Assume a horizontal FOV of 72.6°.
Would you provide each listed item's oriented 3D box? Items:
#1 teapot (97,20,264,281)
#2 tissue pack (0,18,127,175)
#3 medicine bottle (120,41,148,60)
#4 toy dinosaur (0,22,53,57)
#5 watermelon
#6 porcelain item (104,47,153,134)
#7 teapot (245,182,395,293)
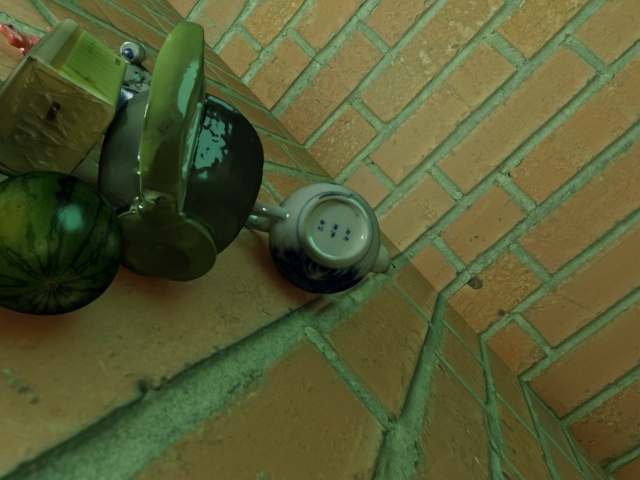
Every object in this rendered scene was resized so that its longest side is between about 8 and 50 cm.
[{"bbox_3d":[-0.182,-0.084,0.617,0.240,0.322,0.239,29,42,-32],"label":"teapot"},{"bbox_3d":[-0.386,-0.209,0.647,0.125,0.159,0.234,34,19,-35],"label":"tissue pack"},{"bbox_3d":[-0.555,-0.562,1.301,0.057,0.057,0.089,41,16,-17],"label":"medicine bottle"},{"bbox_3d":[-0.494,-0.329,0.882,0.286,0.070,0.138,27,34,-57],"label":"toy dinosaur"},{"bbox_3d":[-0.281,-0.010,0.452,0.141,0.140,0.187,30,18,-44],"label":"watermelon"},{"bbox_3d":[-0.345,-0.231,0.833,0.288,0.186,0.138,37,-13,15],"label":"porcelain item"},{"bbox_3d":[0.000,0.000,1.015,0.424,0.252,0.280,19,-14,-10],"label":"teapot"}]
